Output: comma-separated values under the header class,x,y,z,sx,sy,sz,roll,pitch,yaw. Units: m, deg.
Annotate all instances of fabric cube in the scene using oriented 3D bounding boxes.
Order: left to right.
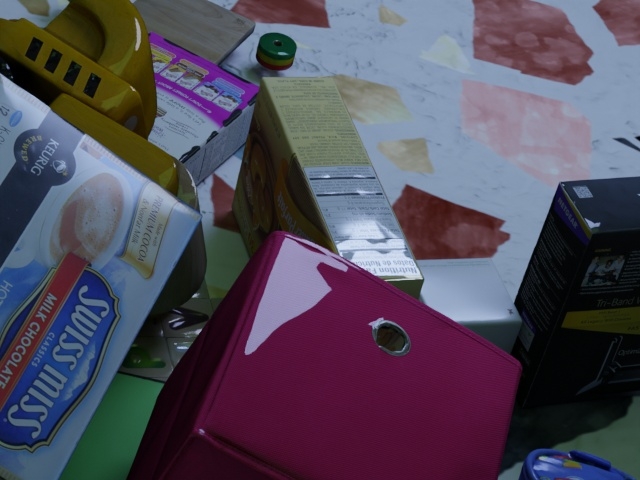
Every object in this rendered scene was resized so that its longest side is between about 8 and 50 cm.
class,x,y,z,sx,sy,sz,roll,pitch,yaw
fabric cube,-0.015,0.200,1.612,0.254,0.259,0.258,29,39,-7

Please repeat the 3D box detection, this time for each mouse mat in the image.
class,x,y,z,sx,sy,sz,roll,pitch,yaw
mouse mat,-0.186,0.188,1.785,0.153,0.007,0.189,14,38,-3

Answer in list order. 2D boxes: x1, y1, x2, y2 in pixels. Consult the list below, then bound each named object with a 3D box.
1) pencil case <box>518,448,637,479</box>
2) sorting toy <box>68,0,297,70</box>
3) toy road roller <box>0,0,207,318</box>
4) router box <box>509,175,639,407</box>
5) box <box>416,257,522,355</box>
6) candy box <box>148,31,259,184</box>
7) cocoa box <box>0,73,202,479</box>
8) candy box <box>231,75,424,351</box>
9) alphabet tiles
class,x,y,z,sx,sy,sz,roll,pitch,yaw
pencil case,0.157,0.303,1.558,0.119,0.306,0.133,21,27,-13
sorting toy,-0.174,-0.240,2.282,0.275,0.046,0.132,26,40,12
toy road roller,-0.218,-0.106,1.914,0.330,0.202,0.240,32,65,18
router box,0.354,0.046,1.961,0.309,0.243,0.081,-4,43,-23
box,0.134,0.081,1.968,0.101,0.087,0.102,-1,42,-19
candy box,-0.189,-0.123,2.119,0.159,0.071,0.233,28,40,16
cocoa box,-0.296,0.082,1.640,0.228,0.231,0.347,35,47,-10
candy box,0.000,0.000,1.946,0.088,0.183,0.316,-3,42,-20
alphabet tiles,-0.203,0.115,1.880,0.343,0.011,0.285,1,42,-17
